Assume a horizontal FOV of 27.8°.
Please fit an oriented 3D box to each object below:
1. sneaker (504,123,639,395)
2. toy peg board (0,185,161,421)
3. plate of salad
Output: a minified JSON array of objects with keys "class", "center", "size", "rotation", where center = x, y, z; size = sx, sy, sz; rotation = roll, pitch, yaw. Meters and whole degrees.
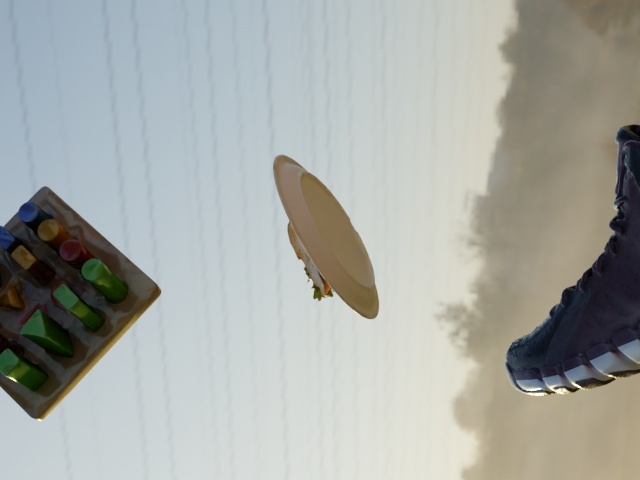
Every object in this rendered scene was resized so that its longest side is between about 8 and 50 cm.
[{"class":"sneaker","center":[0.219,0.006,0.910],"size":[0.106,0.281,0.162],"rotation":[-21,-93,-41]},{"class":"toy peg board","center":[-0.259,0.044,1.152],"size":[0.161,0.161,0.079],"rotation":[-47,-21,-8]},{"class":"plate of salad","center":[0.000,0.000,1.365],"size":[0.200,0.048,0.200],"rotation":[52,-163,-22]}]
